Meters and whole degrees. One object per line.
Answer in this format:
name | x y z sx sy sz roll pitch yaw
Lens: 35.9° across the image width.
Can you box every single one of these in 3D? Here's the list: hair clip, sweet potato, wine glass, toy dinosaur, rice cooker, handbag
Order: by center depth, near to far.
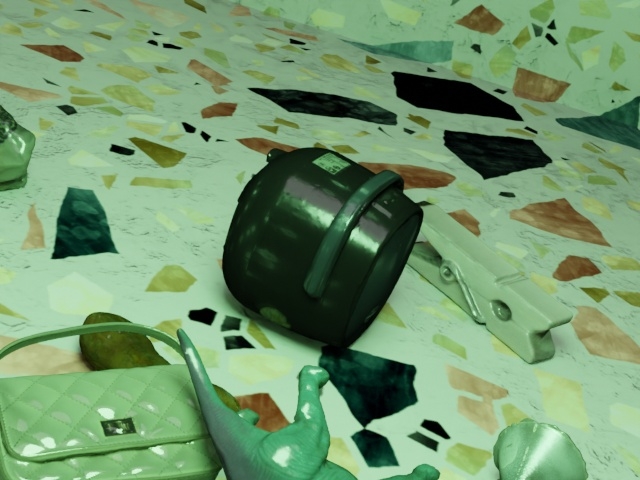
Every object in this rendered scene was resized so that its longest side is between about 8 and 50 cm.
toy dinosaur | -0.018 0.278 0.925 0.383 0.129 0.331 34 27 -10
handbag | -0.232 0.174 1.043 0.256 0.079 0.219 -1 49 -30
wine glass | 0.211 0.290 1.095 0.122 0.122 0.183 29 33 22
sweet potato | -0.201 0.155 1.175 0.233 0.062 0.081 30 29 18
rice cooker | 0.000 0.000 1.371 0.224 0.267 0.267 30 30 16
hair clip | 0.246 0.063 1.562 0.085 0.101 0.331 -4 35 -40

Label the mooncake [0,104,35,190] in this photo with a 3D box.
mooncake | -0.587 -0.162 1.470 0.254 0.136 0.250 32 27 27
